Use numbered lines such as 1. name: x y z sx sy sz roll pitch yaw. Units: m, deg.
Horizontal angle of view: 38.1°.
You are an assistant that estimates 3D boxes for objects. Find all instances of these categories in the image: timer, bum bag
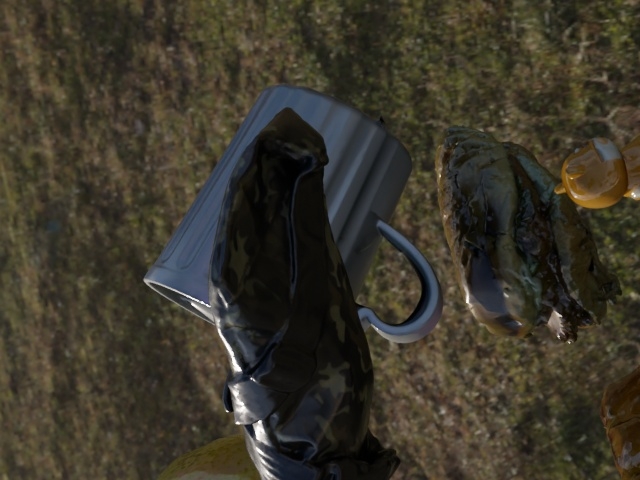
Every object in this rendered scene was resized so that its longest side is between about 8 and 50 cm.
1. timer: 0.253 -0.058 0.697 0.132 0.152 0.132 170 90 -88
2. bum bag: -0.009 0.064 0.450 0.069 0.102 0.248 11 129 39

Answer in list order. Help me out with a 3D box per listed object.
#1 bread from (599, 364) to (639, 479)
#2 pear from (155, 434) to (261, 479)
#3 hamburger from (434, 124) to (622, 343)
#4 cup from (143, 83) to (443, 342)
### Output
1. bread: 0.394 0.177 0.707 0.279 0.279 0.207 -39 103 16
2. pear: -0.058 0.232 0.714 0.178 0.178 0.178 26 124 48
3. hamburger: 0.168 -0.001 0.853 0.183 0.130 0.206 60 180 -41
4. cup: -0.005 0.001 0.786 0.221 0.202 0.167 28 169 -7
